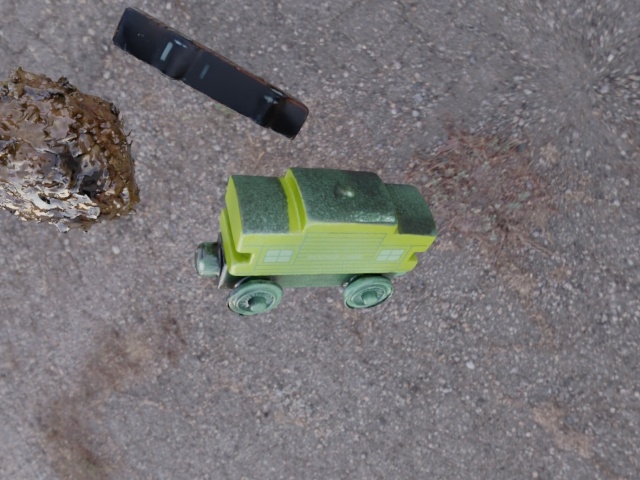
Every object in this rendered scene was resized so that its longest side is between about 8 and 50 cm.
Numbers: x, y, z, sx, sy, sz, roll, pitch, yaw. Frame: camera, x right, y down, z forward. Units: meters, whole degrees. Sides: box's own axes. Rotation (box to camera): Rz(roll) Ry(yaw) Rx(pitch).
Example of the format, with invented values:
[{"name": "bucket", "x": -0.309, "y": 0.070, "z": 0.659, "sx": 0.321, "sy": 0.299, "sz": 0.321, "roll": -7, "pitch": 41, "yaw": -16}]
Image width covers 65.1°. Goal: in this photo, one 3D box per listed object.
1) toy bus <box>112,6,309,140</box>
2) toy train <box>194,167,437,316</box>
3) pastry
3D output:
[{"name": "toy bus", "x": -0.216, "y": -0.343, "z": 1.049, "sx": 0.408, "sy": 0.092, "sz": 0.093, "roll": 25, "pitch": 110, "yaw": -22}, {"name": "toy train", "x": 0.000, "y": 0.000, "z": 0.931, "sx": 0.272, "sy": 0.442, "sz": 0.179, "roll": 115, "pitch": 146, "yaw": -45}, {"name": "pastry", "x": -0.391, "y": -0.134, "z": 0.741, "sx": 0.275, "sy": 0.275, "sz": 0.193, "roll": -7, "pitch": 59, "yaw": 30}]
